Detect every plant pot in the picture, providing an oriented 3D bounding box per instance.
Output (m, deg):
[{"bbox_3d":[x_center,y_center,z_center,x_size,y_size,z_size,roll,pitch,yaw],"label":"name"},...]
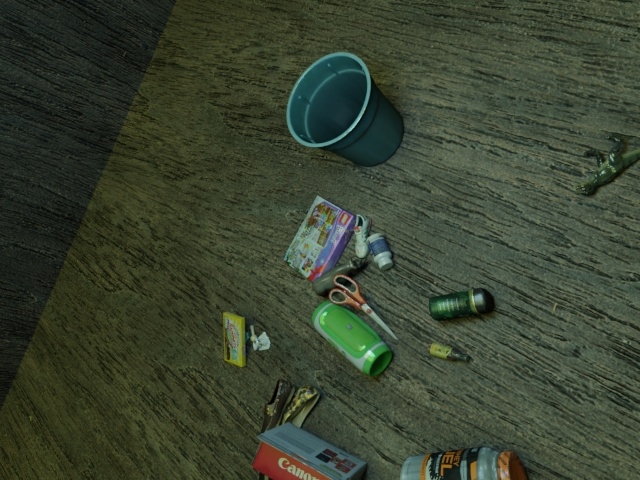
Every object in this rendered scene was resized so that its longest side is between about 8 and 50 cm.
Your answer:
[{"bbox_3d":[0.113,-0.437,2.006,0.341,0.334,0.341,-10,71,33],"label":"plant pot"}]

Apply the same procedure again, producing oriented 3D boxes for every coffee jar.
[{"bbox_3d":[0.436,0.199,1.736,0.184,0.096,0.079,-16,70,32],"label":"coffee jar"}]

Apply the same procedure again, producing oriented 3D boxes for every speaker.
[{"bbox_3d":[0.103,0.331,1.918,0.296,0.131,0.131,37,99,37],"label":"speaker"}]

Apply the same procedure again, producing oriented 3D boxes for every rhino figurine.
[{"bbox_3d":[0.072,0.126,2.013,0.243,0.106,0.073,-36,59,23],"label":"rhino figurine"}]

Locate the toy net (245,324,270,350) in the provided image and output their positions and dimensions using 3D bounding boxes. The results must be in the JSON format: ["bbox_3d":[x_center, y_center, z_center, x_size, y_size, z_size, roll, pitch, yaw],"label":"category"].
[{"bbox_3d":[-0.299,0.392,2.240,0.232,0.045,0.122,22,89,38],"label":"toy net"}]

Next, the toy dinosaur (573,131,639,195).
[{"bbox_3d":[0.832,-0.234,1.605,0.268,0.064,0.118,-35,65,20],"label":"toy dinosaur"}]

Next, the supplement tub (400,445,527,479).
[{"bbox_3d":[0.399,0.683,1.559,0.316,0.194,0.193,-20,65,29],"label":"supplement tub"}]

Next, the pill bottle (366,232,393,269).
[{"bbox_3d":[0.210,0.040,1.963,0.067,0.067,0.120,-34,59,23],"label":"pill bottle"}]

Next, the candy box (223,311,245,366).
[{"bbox_3d":[-0.343,0.395,2.236,0.105,0.027,0.205,10,106,35],"label":"candy box"}]

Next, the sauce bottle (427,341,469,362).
[{"bbox_3d":[0.400,0.351,1.752,0.128,0.042,0.042,9,82,35],"label":"sauce bottle"}]

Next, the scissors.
[{"bbox_3d":[0.158,0.222,1.918,0.297,0.021,0.109,30,94,18],"label":"scissors"}]

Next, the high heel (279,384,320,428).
[{"bbox_3d":[-0.077,0.646,1.971,0.186,0.093,0.261,-22,55,36],"label":"high heel"}]

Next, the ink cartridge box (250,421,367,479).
[{"bbox_3d":[-0.045,0.718,1.773,0.310,0.272,0.130,21,89,22],"label":"ink cartridge box"}]

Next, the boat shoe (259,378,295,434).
[{"bbox_3d":[-0.167,0.592,1.981,0.073,0.073,0.207,-9,51,56],"label":"boat shoe"}]

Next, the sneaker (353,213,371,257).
[{"bbox_3d":[0.142,-0.019,2.025,0.057,0.075,0.161,0,76,36],"label":"sneaker"}]

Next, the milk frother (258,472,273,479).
[{"bbox_3d":[-0.140,0.853,1.937,0.143,0.129,0.134,-13,65,39],"label":"milk frother"}]

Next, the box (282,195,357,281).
[{"bbox_3d":[0.000,0.000,2.133,0.201,0.057,0.293,33,96,38],"label":"box"}]
